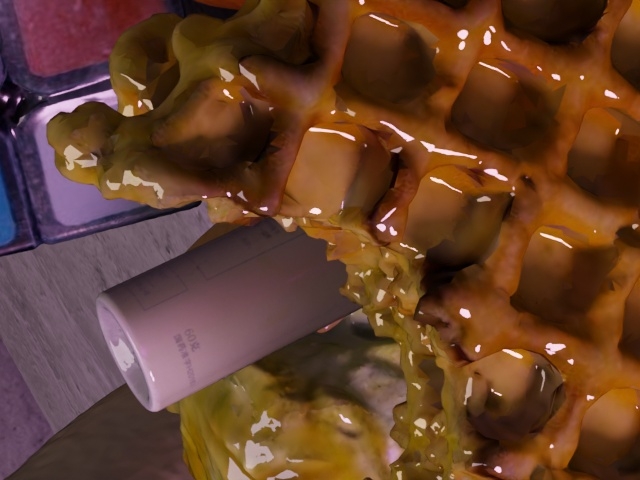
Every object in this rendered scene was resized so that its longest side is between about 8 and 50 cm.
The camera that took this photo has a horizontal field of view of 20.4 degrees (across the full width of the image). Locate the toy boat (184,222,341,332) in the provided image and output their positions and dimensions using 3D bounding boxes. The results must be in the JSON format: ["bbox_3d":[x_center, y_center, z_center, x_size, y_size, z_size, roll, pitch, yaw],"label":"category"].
[{"bbox_3d":[0.000,0.000,0.916,0.057,0.200,0.077,48,175,46],"label":"toy boat"}]

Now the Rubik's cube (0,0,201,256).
[{"bbox_3d":[-0.289,-0.200,1.125,0.362,0.363,0.359,-120,16,-45],"label":"Rubik's cube"}]

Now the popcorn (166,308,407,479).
[{"bbox_3d":[0.005,0.096,1.014,0.204,0.184,0.221,80,174,-62],"label":"popcorn"}]

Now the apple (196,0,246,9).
[{"bbox_3d":[-0.039,-0.180,0.855,0.146,0.146,0.146,54,159,31],"label":"apple"}]

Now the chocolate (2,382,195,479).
[{"bbox_3d":[-0.089,0.249,1.366,0.326,0.297,0.314,10,133,47],"label":"chocolate"}]

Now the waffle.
[{"bbox_3d":[0.057,0.032,0.680,0.151,0.261,0.324,-146,37,-71],"label":"waffle"}]

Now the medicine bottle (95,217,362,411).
[{"bbox_3d":[0.013,0.002,0.806,0.059,0.231,0.059,54,160,30],"label":"medicine bottle"}]
